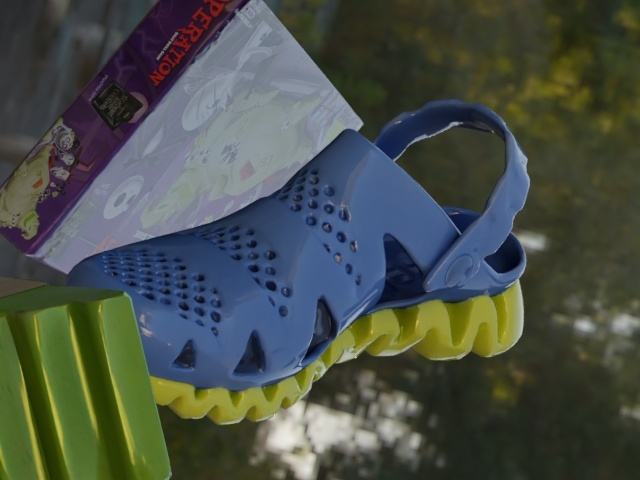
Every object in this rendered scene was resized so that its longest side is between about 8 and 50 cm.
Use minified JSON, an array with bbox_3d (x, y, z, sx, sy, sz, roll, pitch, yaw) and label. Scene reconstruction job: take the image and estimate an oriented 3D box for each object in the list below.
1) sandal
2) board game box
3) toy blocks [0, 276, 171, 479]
[{"bbox_3d":[0.000,0.000,1.010,0.317,0.126,0.138,-15,131,-46],"label":"sandal"},{"bbox_3d":[-0.083,-0.052,1.289,0.208,0.056,0.347,-46,165,2],"label":"board game box"},{"bbox_3d":[-0.241,0.085,0.571,0.381,0.261,0.191,2,-73,59],"label":"toy blocks"}]
